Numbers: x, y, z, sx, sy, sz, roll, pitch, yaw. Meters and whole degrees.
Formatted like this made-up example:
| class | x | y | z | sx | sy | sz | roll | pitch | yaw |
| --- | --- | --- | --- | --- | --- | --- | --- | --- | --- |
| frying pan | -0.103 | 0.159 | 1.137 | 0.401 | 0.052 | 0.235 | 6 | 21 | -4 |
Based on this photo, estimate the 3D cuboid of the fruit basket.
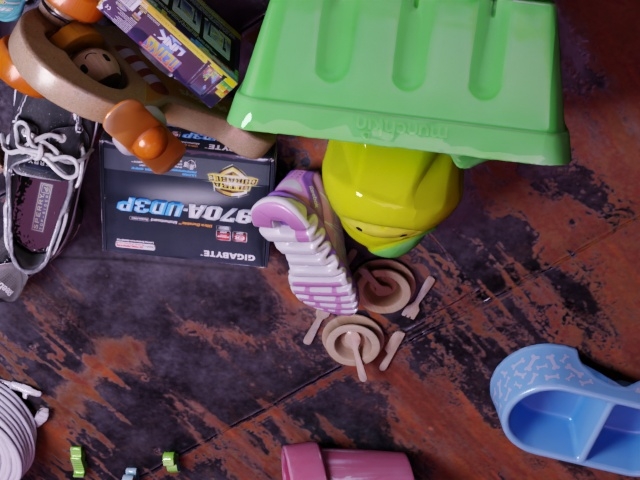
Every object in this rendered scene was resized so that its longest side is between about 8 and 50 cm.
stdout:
| class | x | y | z | sx | sy | sz | roll | pitch | yaw |
| --- | --- | --- | --- | --- | --- | --- | --- | --- | --- |
| fruit basket | 0.087 | -0.123 | 1.473 | 0.392 | 0.283 | 0.392 | 1 | 110 | 3 |

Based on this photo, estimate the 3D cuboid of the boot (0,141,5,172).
| class | x | y | z | sx | sy | sz | roll | pitch | yaw |
| --- | --- | --- | --- | --- | --- | --- | --- | --- | --- |
| boot | -0.468 | -0.135 | 1.637 | 0.085 | 0.059 | 0.158 | -20 | 124 | 26 |

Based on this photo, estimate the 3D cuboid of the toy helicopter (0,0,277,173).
| class | x | y | z | sx | sy | sz | roll | pitch | yaw |
| --- | --- | --- | --- | --- | --- | --- | --- | --- | --- |
| toy helicopter | -0.186 | -0.159 | 1.475 | 0.355 | 0.235 | 0.140 | 18 | 120 | -39 |

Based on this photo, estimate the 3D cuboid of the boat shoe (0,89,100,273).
| class | x | y | z | sx | sy | sz | roll | pitch | yaw |
| --- | --- | --- | --- | --- | --- | --- | --- | --- | --- |
| boat shoe | -0.335 | -0.107 | 1.576 | 0.113 | 0.105 | 0.306 | 15 | 111 | -8 |

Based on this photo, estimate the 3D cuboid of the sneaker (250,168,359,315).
| class | x | y | z | sx | sy | sz | roll | pitch | yaw |
| --- | --- | --- | --- | --- | --- | --- | --- | --- | --- |
| sneaker | 0.000 | 0.000 | 1.656 | 0.095 | 0.104 | 0.236 | 3 | 139 | 30 |

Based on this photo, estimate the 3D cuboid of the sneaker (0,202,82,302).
| class | x | y | z | sx | sy | sz | roll | pitch | yaw |
| --- | --- | --- | --- | --- | --- | --- | --- | --- | --- |
| sneaker | -0.402 | 0.028 | 1.720 | 0.234 | 0.106 | 0.078 | -34 | 118 | 27 |

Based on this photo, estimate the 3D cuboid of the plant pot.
| class | x | y | z | sx | sy | sz | roll | pitch | yaw |
| --- | --- | --- | --- | --- | --- | --- | --- | --- | --- |
| plant pot | 0.045 | 0.386 | 1.905 | 0.180 | 0.201 | 0.201 | -8 | 127 | -7 |

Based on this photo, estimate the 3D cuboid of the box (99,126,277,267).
| class | x | y | z | sx | sy | sz | roll | pitch | yaw |
| --- | --- | --- | --- | --- | --- | --- | --- | --- | --- |
| box | -0.169 | -0.057 | 1.664 | 0.220 | 0.051 | 0.175 | 7 | 127 | 1 |

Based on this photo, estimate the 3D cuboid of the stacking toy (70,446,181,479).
| class | x | y | z | sx | sy | sz | roll | pitch | yaw |
| --- | --- | --- | --- | --- | --- | --- | --- | --- | --- |
| stacking toy | -0.294 | 0.410 | 2.035 | 0.167 | 0.052 | 0.221 | 0 | 127 | 6 |

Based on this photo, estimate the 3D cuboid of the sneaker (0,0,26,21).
| class | x | y | z | sx | sy | sz | roll | pitch | yaw |
| --- | --- | --- | --- | --- | --- | --- | --- | --- | --- |
| sneaker | -0.470 | -0.300 | 1.485 | 0.275 | 0.107 | 0.110 | 8 | 137 | 1 |

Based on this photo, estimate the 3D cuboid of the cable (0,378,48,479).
| class | x | y | z | sx | sy | sz | roll | pitch | yaw |
| --- | --- | --- | --- | --- | --- | --- | --- | --- | --- |
| cable | -0.557 | 0.296 | 1.953 | 0.257 | 0.089 | 0.257 | 20 | 127 | -9 |

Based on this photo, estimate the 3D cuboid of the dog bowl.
| class | x | y | z | sx | sy | sz | roll | pitch | yaw |
| --- | --- | --- | --- | --- | --- | --- | --- | --- | --- |
| dog bowl | 0.384 | 0.245 | 1.820 | 0.297 | 0.074 | 0.166 | 14 | 128 | -4 |

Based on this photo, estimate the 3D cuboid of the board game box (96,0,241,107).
| class | x | y | z | sx | sy | sz | roll | pitch | yaw |
| --- | --- | --- | --- | --- | --- | --- | --- | --- | --- |
| board game box | -0.166 | -0.245 | 1.461 | 0.048 | 0.141 | 0.170 | -40 | 114 | 19 |

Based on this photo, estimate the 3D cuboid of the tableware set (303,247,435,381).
| class | x | y | z | sx | sy | sz | roll | pitch | yaw |
| --- | --- | --- | --- | --- | --- | --- | --- | --- | --- |
| tableware set | 0.063 | 0.106 | 1.770 | 0.128 | 0.039 | 0.194 | 20 | 127 | -9 |
